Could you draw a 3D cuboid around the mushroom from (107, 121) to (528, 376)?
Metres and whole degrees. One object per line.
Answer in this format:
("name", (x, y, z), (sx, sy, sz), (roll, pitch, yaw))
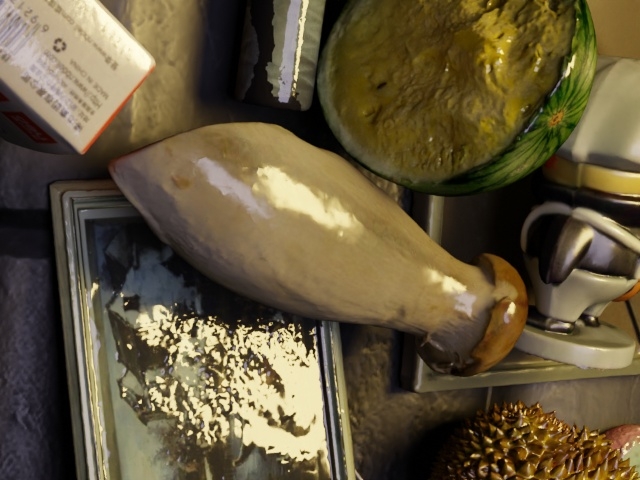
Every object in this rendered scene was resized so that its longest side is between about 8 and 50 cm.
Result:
("mushroom", (0.000, 0.000, 1.356), (0.350, 0.128, 0.128), (26, 85, -25))

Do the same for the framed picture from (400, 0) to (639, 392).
("framed picture", (0.220, -0.100, 1.562), (0.326, 0.028, 0.446), (-1, 99, -31))

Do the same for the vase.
("vase", (-0.023, -0.203, 1.380), (0.060, 0.060, 0.211), (4, 96, -31))

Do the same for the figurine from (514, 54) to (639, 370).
("figurine", (0.223, -0.028, 1.480), (0.176, 0.133, 0.236), (-12, 116, -61))

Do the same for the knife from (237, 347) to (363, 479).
("knife", (0.006, 0.200, 1.463), (0.123, 0.053, 0.278), (-43, 106, -23))

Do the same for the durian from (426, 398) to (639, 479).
("durian", (0.164, 0.195, 1.506), (0.168, 0.158, 0.137), (5, 81, -30))

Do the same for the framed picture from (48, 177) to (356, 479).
("framed picture", (-0.078, 0.095, 1.382), (0.232, 0.019, 0.296), (-5, 87, -30))

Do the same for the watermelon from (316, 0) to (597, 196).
("watermelon", (0.108, -0.126, 1.390), (0.127, 0.232, 0.204), (29, 82, -51))

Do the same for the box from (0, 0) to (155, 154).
("box", (-0.218, -0.146, 1.232), (0.182, 0.133, 0.099), (45, 75, -31))

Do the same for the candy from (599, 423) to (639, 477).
("candy", (0.271, 0.211, 1.638), (0.103, 0.043, 0.103), (-7, 104, -28))
